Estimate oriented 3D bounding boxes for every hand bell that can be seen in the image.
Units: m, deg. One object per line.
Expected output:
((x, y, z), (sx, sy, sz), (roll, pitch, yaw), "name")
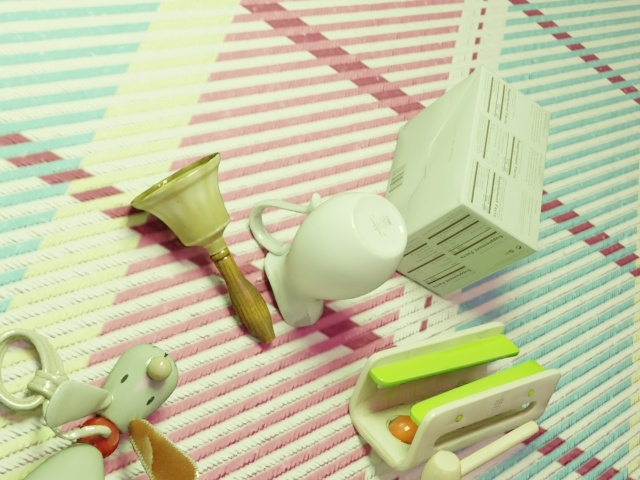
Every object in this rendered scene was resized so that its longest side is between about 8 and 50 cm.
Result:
((-0.120, 0.024, 1.107), (0.126, 0.126, 0.242), (-41, 107, -41), "hand bell")

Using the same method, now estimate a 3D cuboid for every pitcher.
((0.000, 0.000, 1.123), (0.125, 0.207, 0.177), (-34, 89, -42), "pitcher")

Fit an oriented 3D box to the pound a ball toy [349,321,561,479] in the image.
((0.187, 0.242, 1.170), (0.319, 0.135, 0.208), (-9, 39, -39), "pound a ball toy")

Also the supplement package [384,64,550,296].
((0.213, -0.084, 1.321), (0.145, 0.204, 0.261), (30, 54, -21), "supplement package")

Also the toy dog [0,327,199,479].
((-0.235, 0.230, 0.868), (0.220, 0.161, 0.333), (23, 57, -27), "toy dog")
